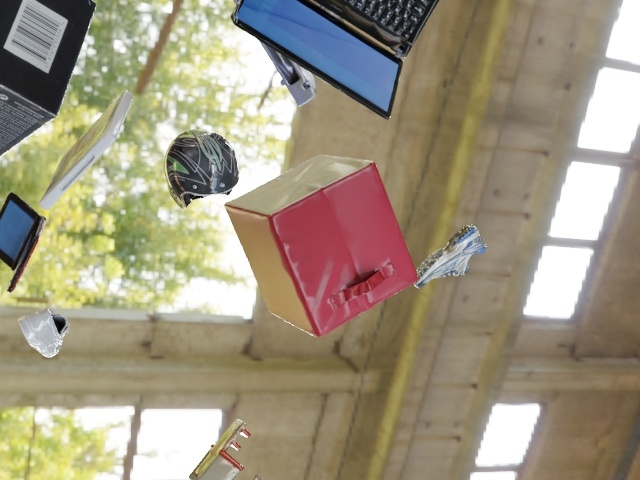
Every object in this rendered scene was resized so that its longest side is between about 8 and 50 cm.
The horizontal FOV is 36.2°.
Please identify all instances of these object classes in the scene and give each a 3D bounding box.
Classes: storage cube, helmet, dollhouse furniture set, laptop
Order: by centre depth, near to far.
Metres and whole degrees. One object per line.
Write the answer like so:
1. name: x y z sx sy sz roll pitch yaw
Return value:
1. laptop: 0.044 -0.326 1.249 0.264 0.234 0.136 -59 -168 2
2. storage cube: 0.000 0.000 1.443 0.215 0.183 0.193 16 -49 64
3. dollhouse furniture set: -0.096 0.460 1.762 0.135 0.259 0.262 -48 -171 -15
4. helmet: -0.251 -0.155 2.076 0.161 0.169 0.170 128 -40 -57

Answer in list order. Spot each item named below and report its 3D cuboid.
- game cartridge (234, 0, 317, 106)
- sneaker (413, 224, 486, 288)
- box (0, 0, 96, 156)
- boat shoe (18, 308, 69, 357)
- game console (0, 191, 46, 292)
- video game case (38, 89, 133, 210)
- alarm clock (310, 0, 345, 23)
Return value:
1. game cartridge: -0.121 -0.465 2.142 0.355 0.068 0.230 57 5 -13
2. sneaker: 0.209 0.038 1.570 0.135 0.058 0.052 -41 -170 11
3. box: -0.684 -0.360 2.044 0.395 0.212 0.294 -21 -131 46
4. boat shoe: -0.460 0.150 1.669 0.066 0.063 0.184 63 -8 18
5. game console: -0.592 0.004 1.874 0.144 0.085 0.124 -56 -160 27
6. video game case: -0.401 -0.159 1.687 0.183 0.023 0.201 -41 -158 19
7. alarm clock: -0.003 -0.493 2.185 0.064 0.129 0.192 -61 -178 -14
